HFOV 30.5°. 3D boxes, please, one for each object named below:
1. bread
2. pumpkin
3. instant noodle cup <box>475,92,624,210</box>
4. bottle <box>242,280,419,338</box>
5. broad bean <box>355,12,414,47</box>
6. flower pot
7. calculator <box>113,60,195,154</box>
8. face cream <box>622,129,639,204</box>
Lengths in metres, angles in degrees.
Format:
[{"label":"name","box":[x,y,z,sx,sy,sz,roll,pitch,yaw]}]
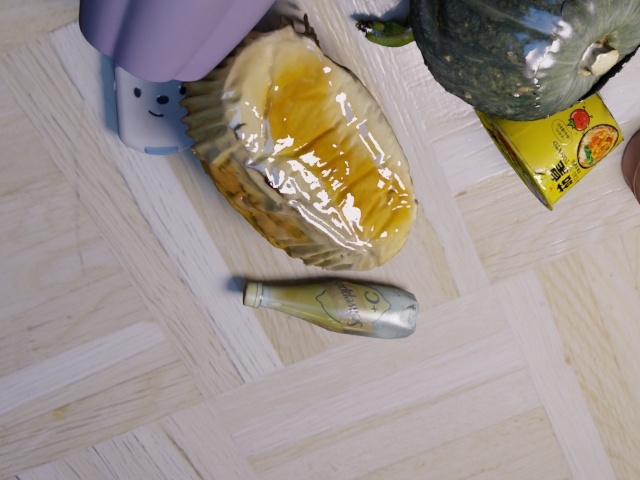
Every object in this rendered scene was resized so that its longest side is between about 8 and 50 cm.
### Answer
[{"label":"bread","box":[-0.030,-0.119,1.605,0.236,0.183,0.388,-40,118,-13]},{"label":"pumpkin","box":[0.273,-0.302,1.453,0.327,0.257,0.291,-47,153,11]},{"label":"instant noodle cup","box":[0.326,-0.154,1.635,0.144,0.182,0.182,-35,120,5]},{"label":"bottle","box":[0.014,0.101,1.802,0.270,0.083,0.083,7,121,-10]},{"label":"broad bean","box":[0.146,-0.311,1.581,0.195,0.046,0.061,-25,124,11]},{"label":"flower pot","box":[-0.168,-0.329,1.411,0.265,0.265,0.243,18,129,-18]},{"label":"calculator","box":[-0.221,-0.213,1.599,0.121,0.039,0.210,-2,122,-8]},{"label":"face cream","box":[0.532,-0.099,1.729,0.149,0.104,0.149,-3,122,-5]}]
